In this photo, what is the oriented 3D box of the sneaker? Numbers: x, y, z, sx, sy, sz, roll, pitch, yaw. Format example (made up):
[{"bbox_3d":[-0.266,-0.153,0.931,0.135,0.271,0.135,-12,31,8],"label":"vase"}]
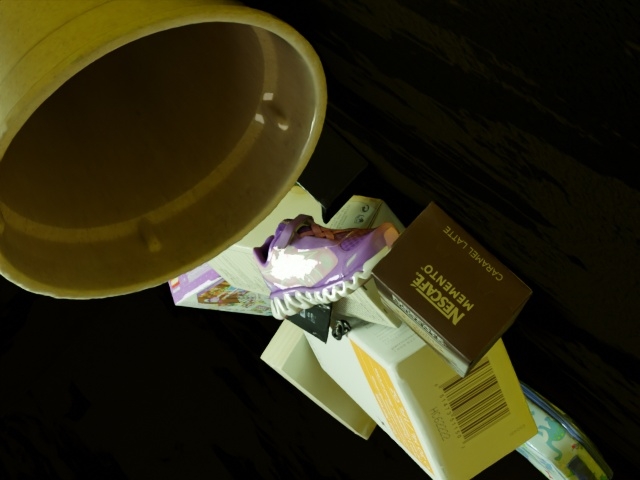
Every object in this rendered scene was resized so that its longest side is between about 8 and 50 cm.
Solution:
[{"bbox_3d":[-0.003,0.015,1.203,0.236,0.095,0.105,-24,98,52],"label":"sneaker"}]

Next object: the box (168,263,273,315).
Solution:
[{"bbox_3d":[-0.097,0.058,1.852,0.293,0.201,0.057,13,-128,-55],"label":"box"}]

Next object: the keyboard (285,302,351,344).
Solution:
[{"bbox_3d":[-0.005,0.099,1.428,0.108,0.023,0.180,31,163,10],"label":"keyboard"}]

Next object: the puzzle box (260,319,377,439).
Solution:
[{"bbox_3d":[0.065,0.188,1.950,0.052,0.272,0.409,24,165,34],"label":"puzzle box"}]

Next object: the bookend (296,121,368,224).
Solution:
[{"bbox_3d":[-0.026,-0.105,1.234,0.157,0.072,0.156,44,176,4],"label":"bookend"}]

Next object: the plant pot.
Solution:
[{"bbox_3d":[-0.213,-0.169,0.989,0.305,0.334,0.334,54,-178,29],"label":"plant pot"}]

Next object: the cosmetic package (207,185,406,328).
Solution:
[{"bbox_3d":[-0.025,0.010,1.428,0.309,0.113,0.160,13,156,39],"label":"cosmetic package"}]

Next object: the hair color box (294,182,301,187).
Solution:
[{"bbox_3d":[-0.151,-0.157,1.691,0.347,0.105,0.174,43,176,16],"label":"hair color box"}]

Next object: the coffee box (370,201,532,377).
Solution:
[{"bbox_3d":[0.141,0.062,1.154,0.141,0.098,0.246,42,176,13],"label":"coffee box"}]

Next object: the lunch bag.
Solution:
[{"bbox_3d":[0.371,0.324,1.686,0.176,0.090,0.219,40,175,47],"label":"lunch bag"}]

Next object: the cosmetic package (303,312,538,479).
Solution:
[{"bbox_3d":[0.109,0.150,1.567,0.230,0.161,0.453,65,167,-24],"label":"cosmetic package"}]
